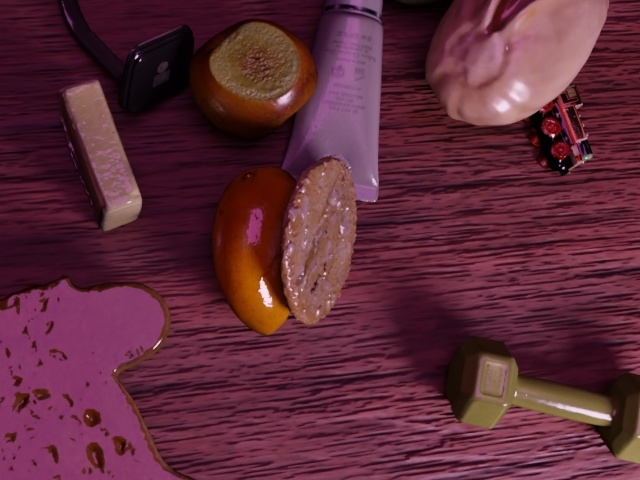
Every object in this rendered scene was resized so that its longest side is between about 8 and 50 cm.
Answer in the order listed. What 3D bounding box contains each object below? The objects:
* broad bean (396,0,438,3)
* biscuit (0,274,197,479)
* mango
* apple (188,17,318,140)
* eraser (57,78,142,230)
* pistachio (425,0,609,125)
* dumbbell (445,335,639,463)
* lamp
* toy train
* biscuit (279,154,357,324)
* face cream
[{"bbox_3d":[0.176,-0.428,1.456,0.169,0.100,0.228,35,64,21],"label":"broad bean"},{"bbox_3d":[-0.321,0.248,1.239,0.368,0.076,0.394,-23,86,-15],"label":"biscuit"},{"bbox_3d":[-0.074,0.014,1.304,0.144,0.112,0.219,2,87,-53],"label":"mango"},{"bbox_3d":[-0.093,-0.214,1.327,0.147,0.163,0.146,46,68,-12],"label":"apple"},{"bbox_3d":[-0.284,-0.107,1.295,0.058,0.117,0.172,-19,82,-19],"label":"eraser"},{"bbox_3d":[0.282,-0.286,1.402,0.193,0.214,0.318,41,63,18],"label":"pistachio"},{"bbox_3d":[0.322,0.214,1.349,0.301,0.108,0.121,15,76,-8],"label":"dumbbell"},{"bbox_3d":[-0.258,-0.330,1.366,0.203,0.124,0.283,-31,82,-36],"label":"lamp"},{"bbox_3d":[0.349,-0.164,1.465,0.087,0.050,0.138,-16,82,-17],"label":"toy train"},{"bbox_3d":[-0.001,0.000,1.291,0.033,0.220,0.220,9,74,24],"label":"biscuit"},{"bbox_3d":[0.031,-0.217,1.400,0.143,0.089,0.315,9,85,-10],"label":"face cream"}]
